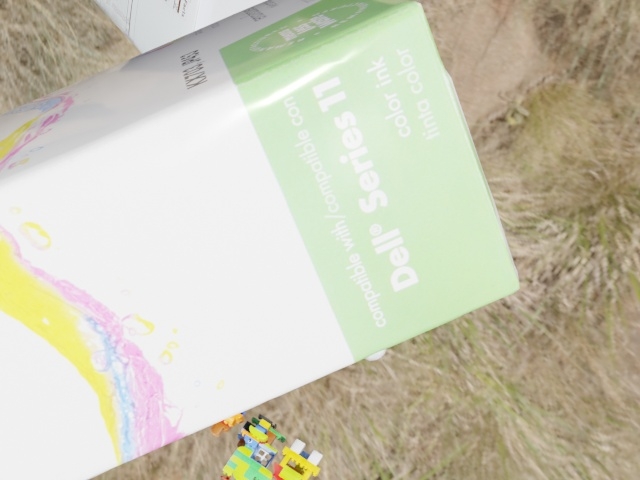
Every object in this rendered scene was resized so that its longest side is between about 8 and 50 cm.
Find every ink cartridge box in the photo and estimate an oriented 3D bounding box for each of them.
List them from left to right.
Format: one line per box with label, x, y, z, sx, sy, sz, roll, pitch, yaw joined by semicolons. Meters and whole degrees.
ink cartridge box;-0.122;0.009;0.420;0.353;0.207;0.119;-24;110;-2

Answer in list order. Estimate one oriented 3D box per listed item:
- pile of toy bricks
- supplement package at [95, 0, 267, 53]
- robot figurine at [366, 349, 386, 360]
pile of toy bricks;-0.108;0.329;1.466;0.212;0.118;0.105;30;67;14
supplement package;-0.105;-0.278;0.967;0.194;0.203;0.149;-20;146;-36
robot figurine;0.000;0.000;1.261;0.300;0.199;0.353;-46;125;-21
